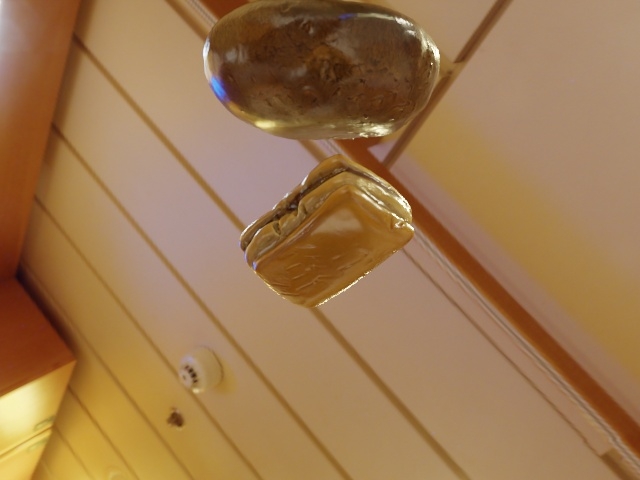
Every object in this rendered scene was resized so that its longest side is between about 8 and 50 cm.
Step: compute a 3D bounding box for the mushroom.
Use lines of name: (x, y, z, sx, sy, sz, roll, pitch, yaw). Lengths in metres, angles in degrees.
mushroom: (0.007, -0.252, 1.023, 0.345, 0.345, 0.239, -14, -81, 43)

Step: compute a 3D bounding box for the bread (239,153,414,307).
bread: (0.000, 0.000, 0.742, 0.116, 0.077, 0.200, 33, -48, -24)
